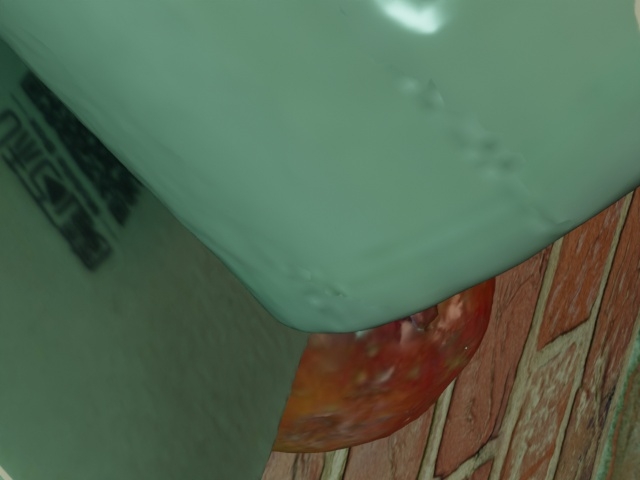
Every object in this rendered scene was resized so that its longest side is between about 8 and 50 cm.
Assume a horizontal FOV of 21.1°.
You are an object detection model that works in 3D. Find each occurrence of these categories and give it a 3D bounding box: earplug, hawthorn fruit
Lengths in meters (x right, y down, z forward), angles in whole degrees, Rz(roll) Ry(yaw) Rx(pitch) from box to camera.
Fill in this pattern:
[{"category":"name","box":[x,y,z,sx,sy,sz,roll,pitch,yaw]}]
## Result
[{"category":"earplug","box":[-0.032,-0.200,0.648,0.394,0.313,0.312,45,62,-23]},{"category":"hawthorn fruit","box":[0.000,0.000,1.110,0.276,0.276,0.307,-59,-171,-21]}]

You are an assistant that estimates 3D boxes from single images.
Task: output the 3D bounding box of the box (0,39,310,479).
[{"category":"box","box":[-0.137,-0.040,0.790,0.367,0.090,0.373,56,32,-25]}]
